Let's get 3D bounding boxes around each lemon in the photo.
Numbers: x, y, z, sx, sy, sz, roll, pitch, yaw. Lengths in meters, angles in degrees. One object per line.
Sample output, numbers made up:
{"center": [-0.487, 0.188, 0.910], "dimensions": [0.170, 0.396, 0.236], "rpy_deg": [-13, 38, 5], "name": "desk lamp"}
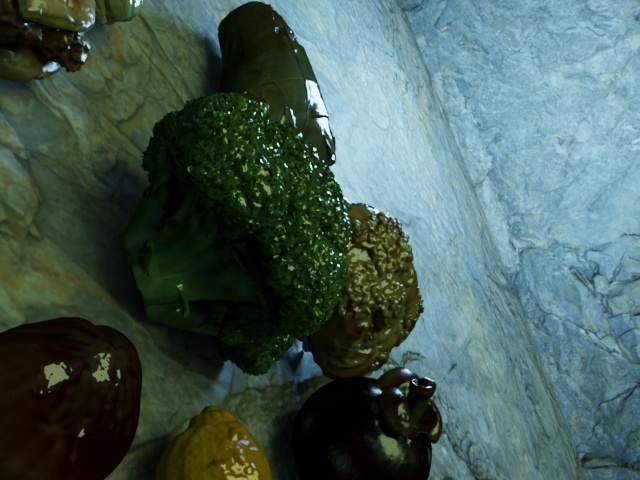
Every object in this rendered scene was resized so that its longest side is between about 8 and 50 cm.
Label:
{"center": [-0.126, 0.289, 0.839], "dimensions": [0.142, 0.142, 0.187], "rpy_deg": [26, 48, -54], "name": "lemon"}

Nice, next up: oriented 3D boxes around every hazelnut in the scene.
{"center": [-0.257, 0.155, 0.668], "dimensions": [0.204, 0.178, 0.178], "rpy_deg": [33, 40, -50], "name": "hazelnut"}

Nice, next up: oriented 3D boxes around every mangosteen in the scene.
{"center": [0.083, 0.302, 1.095], "dimensions": [0.228, 0.265, 0.228], "rpy_deg": [38, 21, -17], "name": "mangosteen"}

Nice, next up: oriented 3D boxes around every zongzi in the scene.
{"center": [-0.136, -0.305, 1.305], "dimensions": [0.393, 0.174, 0.356], "rpy_deg": [3, 64, -65], "name": "zongzi"}

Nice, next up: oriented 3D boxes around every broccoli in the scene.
{"center": [-0.112, -0.018, 0.971], "dimensions": [0.413, 0.309, 0.321], "rpy_deg": [91, 5, -51], "name": "broccoli"}

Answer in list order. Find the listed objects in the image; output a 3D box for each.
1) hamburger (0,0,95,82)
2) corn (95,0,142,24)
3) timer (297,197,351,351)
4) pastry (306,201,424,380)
{"center": [-0.368, -0.330, 0.900], "dimensions": [0.245, 0.155, 0.282], "rpy_deg": [58, 24, -20], "name": "hamburger"}
{"center": [-0.340, -0.472, 1.039], "dimensions": [0.123, 0.122, 0.305], "rpy_deg": [-39, 127, -50], "name": "corn"}
{"center": [-0.038, 0.056, 1.260], "dimensions": [0.175, 0.175, 0.266], "rpy_deg": [29, 62, -53], "name": "timer"}
{"center": [0.075, 0.093, 1.193], "dimensions": [0.255, 0.161, 0.311], "rpy_deg": [-51, 143, -37], "name": "pastry"}
